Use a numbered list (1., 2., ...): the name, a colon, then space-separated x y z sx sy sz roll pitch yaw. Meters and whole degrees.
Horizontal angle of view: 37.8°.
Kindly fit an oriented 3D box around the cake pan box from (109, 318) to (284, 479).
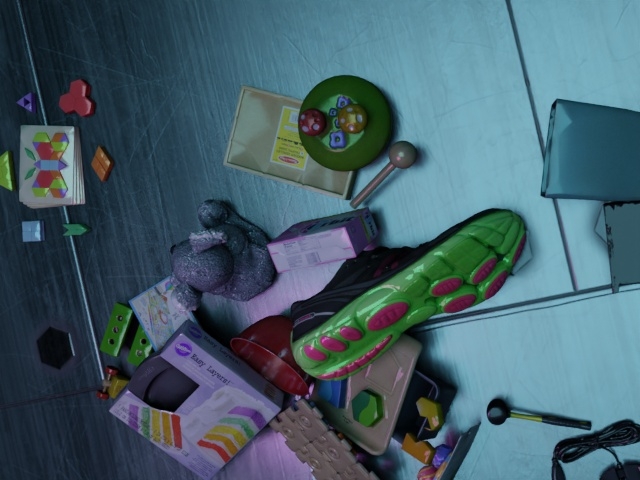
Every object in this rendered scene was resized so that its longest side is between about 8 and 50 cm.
1. cake pan box: -0.247 0.317 1.851 0.267 0.070 0.246 41 108 -12

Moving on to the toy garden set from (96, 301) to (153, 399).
1. toy garden set: -0.344 0.265 1.946 0.244 0.049 0.203 21 96 14

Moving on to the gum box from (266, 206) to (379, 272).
1. gum box: 0.000 0.000 1.765 0.189 0.107 0.062 -12 106 32

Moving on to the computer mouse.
1. computer mouse: 0.518 0.468 1.675 0.184 0.060 0.261 -16 88 17

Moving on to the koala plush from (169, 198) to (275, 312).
1. koala plush: -0.208 0.040 1.798 0.203 0.221 0.196 27 100 14

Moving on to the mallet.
1. mallet: 0.399 0.326 1.723 0.190 0.062 0.039 7 97 2

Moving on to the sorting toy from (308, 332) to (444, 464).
1. sorting toy: 0.106 0.276 1.742 0.307 0.041 0.229 26 100 41

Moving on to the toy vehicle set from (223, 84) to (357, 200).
1. toy vehicle set: -0.049 -0.193 1.832 0.267 0.035 0.165 17 98 16

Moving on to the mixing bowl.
1. mixing bowl: -0.073 0.209 1.809 0.181 0.181 0.098 30 66 14

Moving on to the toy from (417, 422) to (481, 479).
1. toy: 0.211 0.442 1.734 0.056 0.137 0.237 25 100 22

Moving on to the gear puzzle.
1. gear puzzle: 0.052 0.441 1.798 0.339 0.044 0.175 48 142 3

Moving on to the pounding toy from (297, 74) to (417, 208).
1. pounding toy: 0.047 -0.197 1.724 0.183 0.110 0.236 -38 81 16

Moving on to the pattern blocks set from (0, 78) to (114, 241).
1. pattern blocks set: -0.578 -0.162 2.008 0.286 0.026 0.324 -13 89 18

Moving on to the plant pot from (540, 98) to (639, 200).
1. plant pot: 0.507 -0.144 1.596 0.234 0.166 0.165 6 95 11

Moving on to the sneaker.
1. sneaker: 0.146 0.061 1.698 0.483 0.185 0.202 -28 44 0

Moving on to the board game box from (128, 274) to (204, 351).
1. board game box: -0.309 0.162 1.899 0.103 0.026 0.154 -31 71 -1

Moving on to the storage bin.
1. storage bin: 0.197 0.315 1.744 0.098 0.091 0.135 31 104 41

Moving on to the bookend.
1. bookend: 0.579 0.005 1.624 0.157 0.072 0.156 -7 92 17
